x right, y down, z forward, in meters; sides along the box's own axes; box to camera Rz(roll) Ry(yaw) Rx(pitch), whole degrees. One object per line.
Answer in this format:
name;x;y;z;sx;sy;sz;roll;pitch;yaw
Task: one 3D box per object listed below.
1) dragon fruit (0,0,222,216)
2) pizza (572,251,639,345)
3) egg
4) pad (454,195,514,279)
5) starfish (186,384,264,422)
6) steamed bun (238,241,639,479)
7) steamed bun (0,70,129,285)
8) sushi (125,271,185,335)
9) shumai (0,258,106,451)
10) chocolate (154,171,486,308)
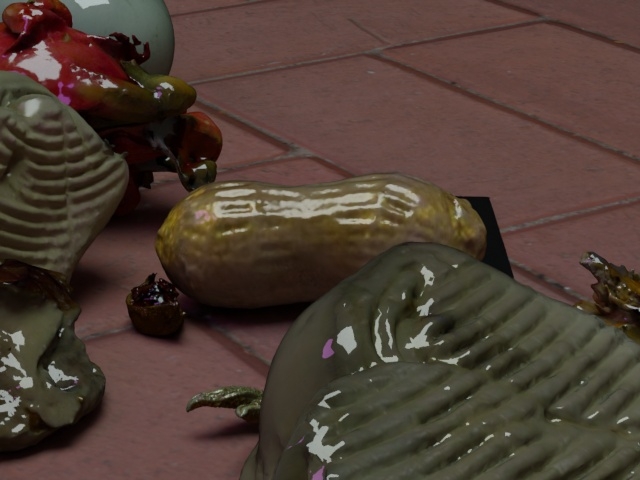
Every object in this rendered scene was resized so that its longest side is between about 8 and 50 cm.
dragon fruit;-0.266;-0.138;1.860;0.307;0.227;0.243;1;23;-17
pizza;0.308;0.137;1.271;0.287;0.074;0.251;25;22;-35
egg;-0.322;-0.248;2.131;0.230;0.230;0.371;-16;21;-35
pad;0.107;-0.002;1.814;0.170;0.006;0.245;0;22;-2
starfish;0.007;0.131;1.420;0.208;0.053;0.176;-16;22;-40
steamed bun;0.099;0.183;1.103;0.324;0.219;0.310;25;38;-5
steamed bun;-0.351;-0.046;1.617;0.206;0.275;0.320;4;-17;41
sushi;-0.151;0.058;1.612;0.050;0.047;0.099;-14;23;-26
shumai;-0.269;0.085;1.451;0.201;0.120;0.201;3;20;-1
chocolate;0.000;0.000;1.650;0.309;0.134;0.134;-2;22;0
